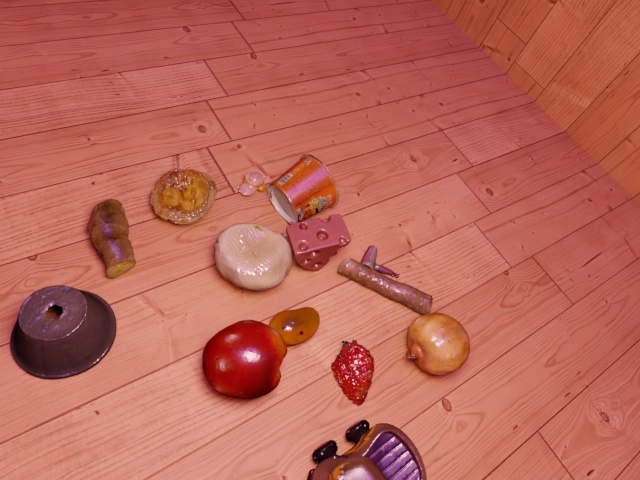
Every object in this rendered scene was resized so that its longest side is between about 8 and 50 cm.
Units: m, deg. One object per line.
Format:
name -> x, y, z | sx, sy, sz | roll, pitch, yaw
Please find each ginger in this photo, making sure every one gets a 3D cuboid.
ginger -> -0.666, -0.013, 1.432 | 0.109, 0.116, 0.262 | -28, 69, 13

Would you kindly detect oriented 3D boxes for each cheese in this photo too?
cheese -> -0.019, 0.015, 1.566 | 0.203, 0.177, 0.128 | -14, 63, -18

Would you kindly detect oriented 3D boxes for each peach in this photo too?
peach -> -0.216, 0.329, 1.285 | 0.244, 0.199, 0.243 | 7, 46, -8

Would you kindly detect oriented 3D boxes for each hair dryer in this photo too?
hair dryer -> 0.226, 0.096, 1.678 | 0.154, 0.054, 0.106 | 35, 49, -5

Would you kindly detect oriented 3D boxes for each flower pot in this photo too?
flower pot -> -0.704, 0.224, 1.225 | 0.269, 0.166, 0.268 | 9, 55, -14

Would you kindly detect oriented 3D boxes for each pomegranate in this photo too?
pomegranate -> 0.383, 0.338, 1.476 | 0.207, 0.207, 0.207 | 8, 56, -12

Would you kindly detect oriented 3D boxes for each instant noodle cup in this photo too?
instant noodle cup -> -0.071, -0.175, 1.663 | 0.182, 0.230, 0.230 | -37, 74, -23

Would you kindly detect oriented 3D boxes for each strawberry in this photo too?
strawberry -> 0.109, 0.399, 1.412 | 0.140, 0.085, 0.192 | 27, 55, -1

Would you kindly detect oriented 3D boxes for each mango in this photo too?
mango -> -0.078, 0.273, 1.436 | 0.178, 0.090, 0.115 | -6, 52, -30

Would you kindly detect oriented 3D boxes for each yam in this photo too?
yam -> 0.232, 0.159, 1.609 | 0.357, 0.081, 0.081 | 26, 54, -2

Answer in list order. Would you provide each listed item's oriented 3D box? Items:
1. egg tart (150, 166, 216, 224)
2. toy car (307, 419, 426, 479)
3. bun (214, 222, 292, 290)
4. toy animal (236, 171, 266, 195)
egg tart -> -0.474, -0.146, 1.586 | 0.232, 0.098, 0.252 | -17, 60, -19
toy car -> 0.132, 0.620, 1.174 | 0.341, 0.240, 0.271 | -25, 70, -26
bun -> -0.218, 0.068, 1.482 | 0.259, 0.160, 0.259 | 8, 46, -9
toy animal -> -0.264, -0.226, 1.709 | 0.114, 0.082, 0.091 | -28, 68, -30
